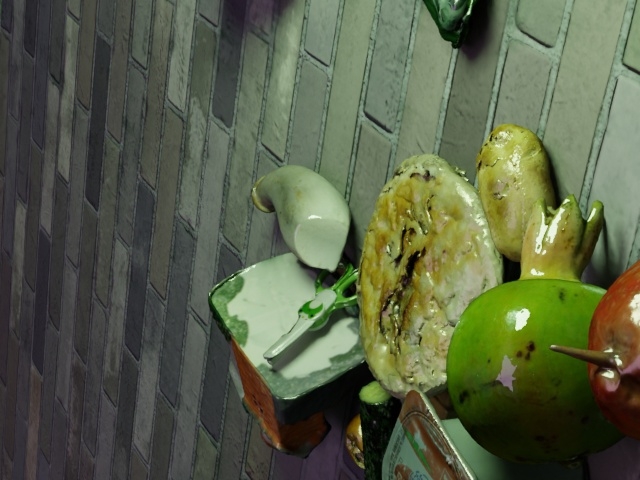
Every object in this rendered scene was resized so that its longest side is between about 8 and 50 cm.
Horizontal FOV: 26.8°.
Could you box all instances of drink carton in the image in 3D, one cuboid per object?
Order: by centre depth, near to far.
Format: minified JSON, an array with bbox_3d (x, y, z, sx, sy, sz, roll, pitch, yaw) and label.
[{"bbox_3d":[0.196,0.286,1.620,0.185,0.189,0.191,53,139,42],"label":"drink carton"}]

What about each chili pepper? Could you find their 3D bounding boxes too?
[{"bbox_3d":[0.147,-0.334,1.732,0.216,0.062,0.108,61,143,39],"label":"chili pepper"}]

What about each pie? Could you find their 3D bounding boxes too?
[{"bbox_3d":[0.134,0.044,1.763,0.339,0.077,0.339,-20,67,58],"label":"pie"}]

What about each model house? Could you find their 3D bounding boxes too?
[{"bbox_3d":[-0.035,0.212,2.088,0.271,0.190,0.301,50,154,40],"label":"model house"}]

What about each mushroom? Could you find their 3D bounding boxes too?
[{"bbox_3d":[-0.030,-0.056,2.069,0.118,0.103,0.270,-65,29,15],"label":"mushroom"}]

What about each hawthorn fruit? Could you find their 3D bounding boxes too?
[{"bbox_3d":[0.335,0.105,1.263,0.210,0.262,0.210,27,122,56],"label":"hawthorn fruit"}]

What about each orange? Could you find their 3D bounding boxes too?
[{"bbox_3d":[0.067,0.296,1.989,0.086,0.062,0.086,14,106,62],"label":"orange"}]

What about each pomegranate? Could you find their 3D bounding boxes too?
[{"bbox_3d":[0.251,0.098,1.479,0.236,0.236,0.302,-18,68,61],"label":"pomegranate"}]

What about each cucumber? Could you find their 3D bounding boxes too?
[{"bbox_3d":[0.092,0.338,1.936,0.067,0.067,0.294,37,138,53],"label":"cucumber"}]

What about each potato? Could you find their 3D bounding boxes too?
[{"bbox_3d":[0.234,-0.057,1.607,0.107,0.080,0.170,145,115,-72],"label":"potato"}]

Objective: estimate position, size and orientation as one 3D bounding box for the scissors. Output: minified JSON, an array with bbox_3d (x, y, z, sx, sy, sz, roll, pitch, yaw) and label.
[{"bbox_3d":[-0.008,0.107,1.961,0.101,0.204,0.027,19,147,45],"label":"scissors"}]

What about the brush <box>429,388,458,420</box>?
[{"bbox_3d":[0.134,0.167,1.861,0.233,0.047,0.103,47,133,51],"label":"brush"}]

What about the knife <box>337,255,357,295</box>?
[{"bbox_3d":[-0.002,0.000,2.105,0.298,0.017,0.047,54,140,42],"label":"knife"}]
